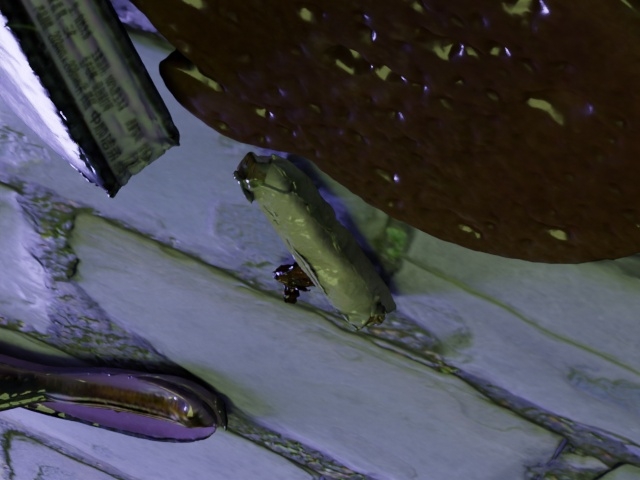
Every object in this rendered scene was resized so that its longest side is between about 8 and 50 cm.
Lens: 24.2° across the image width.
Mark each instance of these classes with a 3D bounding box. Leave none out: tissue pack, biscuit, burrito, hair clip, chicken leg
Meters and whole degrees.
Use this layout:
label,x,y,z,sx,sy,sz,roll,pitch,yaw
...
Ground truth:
label,x,y,z,sx,sy,sz,roll,pitch,yaw
tissue pack,-0.182,-0.154,0.867,0.173,0.073,0.235,42,164,39
biscuit,0.035,-0.128,0.800,0.394,0.070,0.350,43,149,-26
burrito,0.000,0.000,1.061,0.045,0.041,0.185,-14,132,25
hair clip,-0.246,0.158,1.493,0.359,0.095,0.110,3,109,22
chicken leg,-0.016,0.028,1.136,0.036,0.021,0.083,27,153,-20
